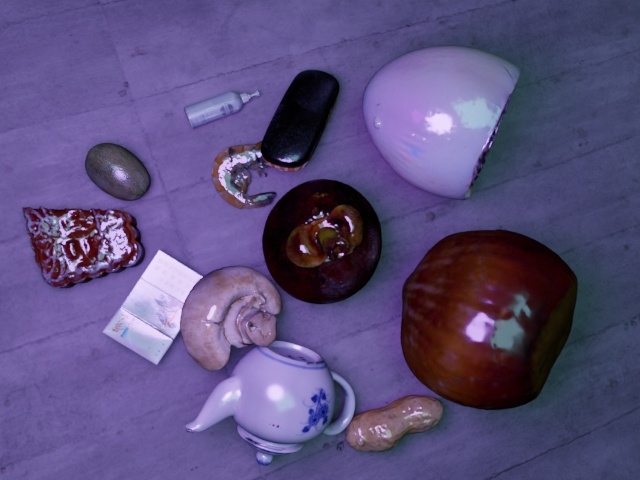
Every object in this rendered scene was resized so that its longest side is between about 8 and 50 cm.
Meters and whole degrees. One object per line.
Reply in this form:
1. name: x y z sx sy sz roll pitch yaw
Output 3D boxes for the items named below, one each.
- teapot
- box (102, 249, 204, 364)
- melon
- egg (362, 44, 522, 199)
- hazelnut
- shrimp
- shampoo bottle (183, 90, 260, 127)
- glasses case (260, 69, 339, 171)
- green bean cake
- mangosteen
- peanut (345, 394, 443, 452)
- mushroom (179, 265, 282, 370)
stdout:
1. teapot: -0.096 0.384 1.173 0.424 0.252 0.279 13 93 -33
2. box: -0.387 0.157 1.224 0.150 0.067 0.233 33 80 -6
3. melon: -0.482 -0.166 1.207 0.167 0.114 0.114 38 80 -5
4. egg: 0.268 -0.309 1.260 0.340 0.354 0.354 23 81 12
5. hazelnut: 0.406 0.188 1.235 0.403 0.402 0.428 17 87 -9
6. shrimp: -0.128 -0.180 1.311 0.296 0.058 0.168 -17 99 -10
7. shampoo bottle: -0.245 -0.344 1.295 0.195 0.056 0.056 -24 90 -11
8. glasses case: -0.048 -0.306 1.278 0.122 0.082 0.320 18 61 6
9. green bean cake: -0.544 -0.003 1.190 0.233 0.097 0.198 -14 88 -11
10. mangosteen: -0.004 0.003 1.199 0.298 0.293 0.296 1 93 31
11. peanut: 0.190 0.461 1.290 0.263 0.117 0.101 -17 119 -14
12. mushroom: -0.205 0.159 1.162 0.253 0.195 0.188 -46 119 -29
